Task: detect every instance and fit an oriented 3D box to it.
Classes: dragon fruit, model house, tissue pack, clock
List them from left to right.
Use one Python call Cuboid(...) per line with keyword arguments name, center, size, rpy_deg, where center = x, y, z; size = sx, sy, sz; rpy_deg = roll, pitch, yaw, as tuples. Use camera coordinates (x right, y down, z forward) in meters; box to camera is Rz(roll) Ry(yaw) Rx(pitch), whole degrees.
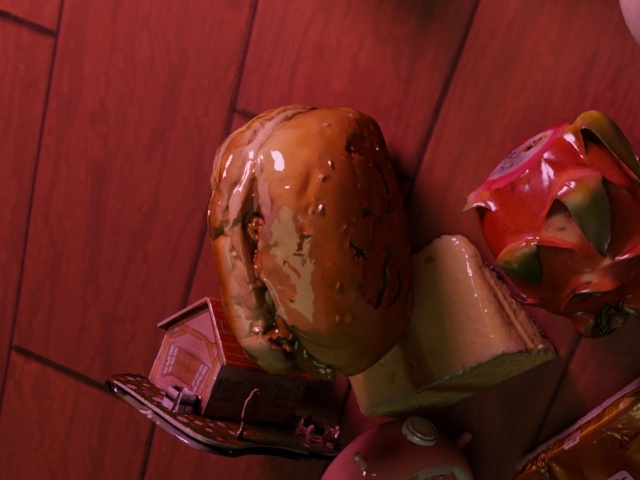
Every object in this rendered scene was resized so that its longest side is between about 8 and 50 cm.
Cuboid(name="model house", center=(-0.087, 0.164, 1.668), size=(0.207, 0.294, 0.154), rpy_deg=(25, 96, 40))
Cuboid(name="clock", center=(0.083, 0.323, 1.707), size=(0.142, 0.227, 0.241), rpy_deg=(45, 126, 40))
Cuboid(name="dragon fruit", center=(0.282, -0.015, 1.455), size=(0.227, 0.224, 0.224), rpy_deg=(41, 122, -6))
Cuboid(name="tissue pack", center=(0.373, 0.291, 1.637), size=(0.183, 0.092, 0.226), rpy_deg=(46, 120, -3))

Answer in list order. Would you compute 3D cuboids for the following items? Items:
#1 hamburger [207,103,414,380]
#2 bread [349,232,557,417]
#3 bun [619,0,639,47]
Cuboid(name="hamburger", center=(0.000, -0.007, 1.527), size=(0.174, 0.284, 0.304), rpy_deg=(-5, 106, 25))
Cuboid(name="bread", center=(0.148, 0.106, 1.675), size=(0.240, 0.135, 0.178), rpy_deg=(-30, 67, 32))
Cuboid(name="bun", center=(0.377, -0.260, 1.347), size=(0.173, 0.120, 0.172), rpy_deg=(-4, 108, -13))
